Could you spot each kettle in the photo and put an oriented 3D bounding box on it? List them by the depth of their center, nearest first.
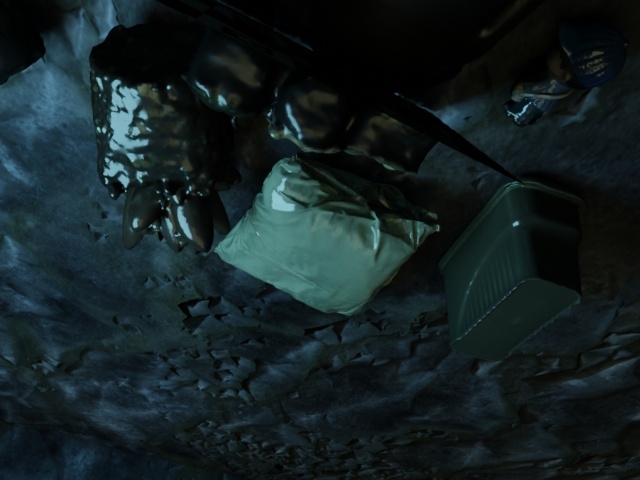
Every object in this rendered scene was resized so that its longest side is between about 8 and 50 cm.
[{"bbox_3d":[0.132,-0.304,0.505,0.203,0.262,0.308,51,137,4],"label":"kettle"}]

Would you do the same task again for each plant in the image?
[{"bbox_3d":[-0.213,-0.117,0.760,0.193,0.182,0.321,8,136,0],"label":"plant"}]

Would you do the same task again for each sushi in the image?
[{"bbox_3d":[-0.014,-0.137,0.599,0.372,0.296,0.100,22,111,-18],"label":"sushi"}]

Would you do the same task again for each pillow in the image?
[{"bbox_3d":[0.000,0.000,0.890,0.283,0.138,0.310,21,141,-15],"label":"pillow"}]

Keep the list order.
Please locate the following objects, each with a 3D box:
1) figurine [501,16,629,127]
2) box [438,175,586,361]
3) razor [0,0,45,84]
[{"bbox_3d":[0.283,-0.194,0.665,0.086,0.087,0.149,-14,155,-36],"label":"figurine"},{"bbox_3d":[0.296,0.053,0.874,0.138,0.178,0.274,15,140,-9],"label":"box"},{"bbox_3d":[-0.469,-0.315,0.615,0.189,0.107,0.327,-8,137,19],"label":"razor"}]
